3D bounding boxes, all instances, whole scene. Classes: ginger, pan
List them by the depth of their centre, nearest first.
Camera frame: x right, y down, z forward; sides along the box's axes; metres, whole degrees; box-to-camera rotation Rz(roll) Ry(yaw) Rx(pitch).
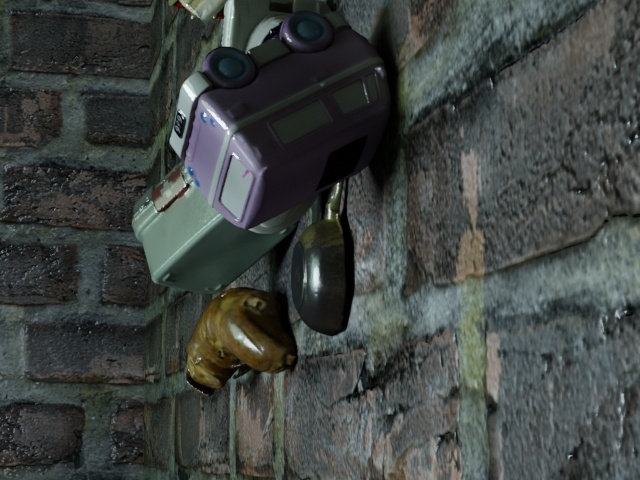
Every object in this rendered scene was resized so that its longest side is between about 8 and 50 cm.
[{"bbox_3d":[-0.004,0.003,1.446,0.128,0.048,0.202,136,135,-72],"label":"pan"},{"bbox_3d":[-0.114,0.129,1.772,0.309,0.107,0.133,139,146,-67],"label":"ginger"}]

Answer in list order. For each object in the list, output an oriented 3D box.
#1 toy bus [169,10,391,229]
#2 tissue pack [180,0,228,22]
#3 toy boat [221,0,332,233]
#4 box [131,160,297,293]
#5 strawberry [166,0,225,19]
[{"bbox_3d":[-0.031,-0.119,1.285,0.142,0.202,0.142,51,151,19],"label":"toy bus"},{"bbox_3d":[-0.103,-0.384,1.537,0.234,0.125,0.159,-45,21,4],"label":"tissue pack"},{"bbox_3d":[-0.045,-0.148,1.484,0.141,0.141,0.269,149,120,-74],"label":"toy boat"},{"bbox_3d":[-0.136,-0.033,1.698,0.210,0.148,0.129,-40,53,34],"label":"box"},{"bbox_3d":[-0.135,-0.430,1.803,0.244,0.205,0.205,-69,-5,-48],"label":"strawberry"}]
